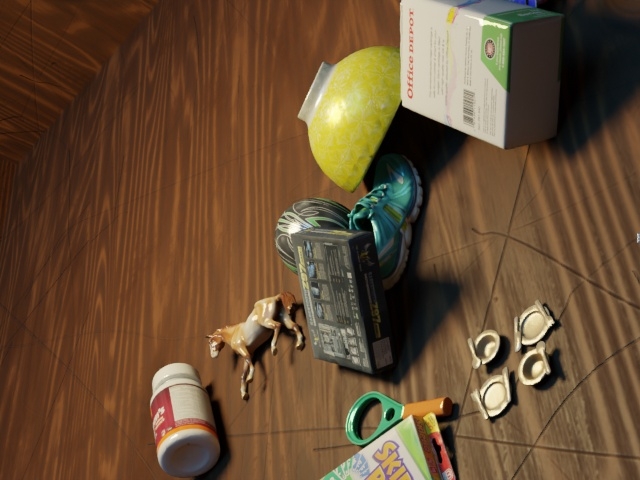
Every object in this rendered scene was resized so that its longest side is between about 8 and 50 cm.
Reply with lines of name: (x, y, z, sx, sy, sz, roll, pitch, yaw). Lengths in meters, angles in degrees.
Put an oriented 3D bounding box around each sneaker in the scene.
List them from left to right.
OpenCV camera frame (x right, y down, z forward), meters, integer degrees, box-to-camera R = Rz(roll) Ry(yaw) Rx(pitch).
sneaker: (0.108, -0.046, 1.908, 0.107, 0.110, 0.275, -25, 45, 45)

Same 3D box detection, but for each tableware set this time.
tableware set: (0.276, 0.171, 1.561, 0.168, 0.020, 0.141, -39, 36, 33)

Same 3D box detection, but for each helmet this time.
helmet: (0.000, 0.000, 1.975, 0.169, 0.161, 0.169, -40, 33, 34)

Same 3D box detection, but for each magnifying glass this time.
magnifying glass: (0.120, 0.276, 1.704, 0.231, 0.026, 0.092, -19, 49, 48)

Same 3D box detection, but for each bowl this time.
bowl: (0.050, -0.248, 2.011, 0.289, 0.156, 0.290, -156, 90, -86)

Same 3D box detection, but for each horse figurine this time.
horse figurine: (-0.116, 0.183, 2.098, 0.263, 0.066, 0.174, -47, 39, 27)

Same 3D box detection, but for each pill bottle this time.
pill bottle: (-0.272, 0.351, 2.132, 0.121, 0.121, 0.221, -50, 32, 18)

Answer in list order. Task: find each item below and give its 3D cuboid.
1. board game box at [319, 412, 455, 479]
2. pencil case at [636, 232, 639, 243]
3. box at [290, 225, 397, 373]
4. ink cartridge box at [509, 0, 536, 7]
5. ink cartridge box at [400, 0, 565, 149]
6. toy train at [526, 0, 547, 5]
board game box: (0.091, 0.372, 1.640, 0.259, 0.039, 0.124, -39, 48, 28)
pencil case: (0.483, -0.015, 1.364, 0.151, 0.064, 0.070, -24, 65, 45)
box: (0.037, 0.097, 1.817, 0.183, 0.059, 0.233, 5, 108, 57)
ink cartridge box: (0.310, -0.381, 1.889, 0.208, 0.045, 0.206, 128, 155, -53)
ink cartridge box: (0.256, -0.289, 1.756, 0.278, 0.117, 0.202, 33, 132, 51)
toy train: (0.399, -0.413, 1.849, 0.166, 0.046, 0.125, -41, 38, 33)
